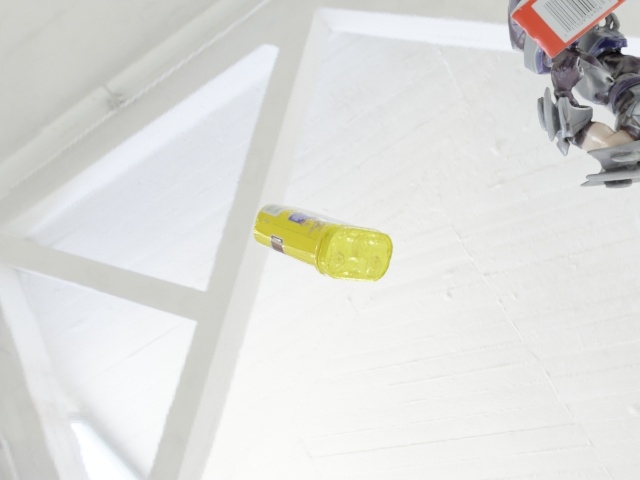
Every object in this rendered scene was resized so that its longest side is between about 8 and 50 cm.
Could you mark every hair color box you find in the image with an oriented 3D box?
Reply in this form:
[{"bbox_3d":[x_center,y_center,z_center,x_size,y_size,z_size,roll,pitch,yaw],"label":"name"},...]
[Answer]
[{"bbox_3d":[0.230,-0.229,0.603,0.053,0.093,0.167,45,-128,-5],"label":"hair color box"}]

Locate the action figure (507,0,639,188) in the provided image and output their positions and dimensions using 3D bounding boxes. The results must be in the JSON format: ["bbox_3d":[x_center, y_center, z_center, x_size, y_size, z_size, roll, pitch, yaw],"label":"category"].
[{"bbox_3d":[0.258,-0.135,0.636,0.185,0.099,0.285,-5,-143,-12],"label":"action figure"}]

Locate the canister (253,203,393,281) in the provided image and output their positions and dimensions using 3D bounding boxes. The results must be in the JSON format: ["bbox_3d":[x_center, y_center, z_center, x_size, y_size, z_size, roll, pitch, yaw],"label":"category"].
[{"bbox_3d":[0.000,0.000,1.053,0.169,0.126,0.074,21,-80,47],"label":"canister"}]
